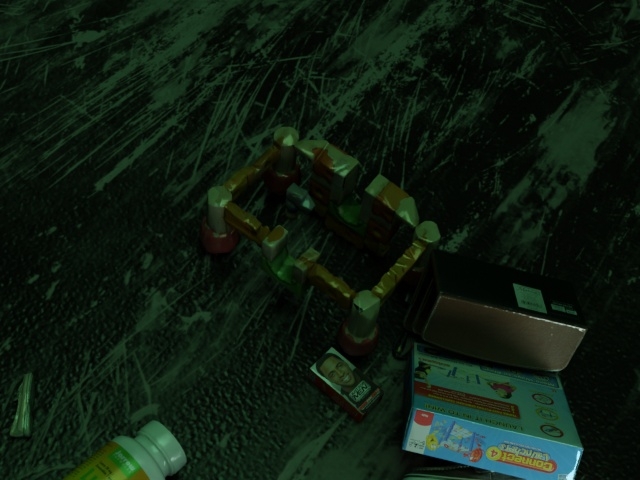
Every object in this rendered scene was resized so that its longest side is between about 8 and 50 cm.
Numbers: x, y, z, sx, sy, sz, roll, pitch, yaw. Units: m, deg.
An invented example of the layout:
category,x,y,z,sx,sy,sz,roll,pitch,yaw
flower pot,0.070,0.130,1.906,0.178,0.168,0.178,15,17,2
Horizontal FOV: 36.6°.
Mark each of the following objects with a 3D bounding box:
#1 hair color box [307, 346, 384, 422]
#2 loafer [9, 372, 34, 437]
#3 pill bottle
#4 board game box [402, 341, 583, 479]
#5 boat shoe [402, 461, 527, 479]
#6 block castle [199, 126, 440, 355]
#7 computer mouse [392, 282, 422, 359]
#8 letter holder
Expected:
category,x,y,z,sx,sy,sz,roll,pitch,yaw
hair color box,0.050,0.286,1.920,0.141,0.043,0.072,38,58,17
loafer,-0.555,0.305,1.796,0.039,0.045,0.125,-4,59,-5
pill bottle,-0.358,0.429,1.687,0.136,0.136,0.245,42,58,18
board game box,0.310,0.318,1.815,0.308,0.086,0.302,13,18,2
boat shoe,0.304,0.431,1.814,0.335,0.121,0.119,5,73,-20
block castle,0.000,0.000,2.013,0.453,0.213,0.303,35,60,16
computer mouse,0.198,0.145,2.047,0.071,0.041,0.242,17,55,0
letter holder,0.334,0.175,1.919,0.301,0.214,0.152,14,32,-9
